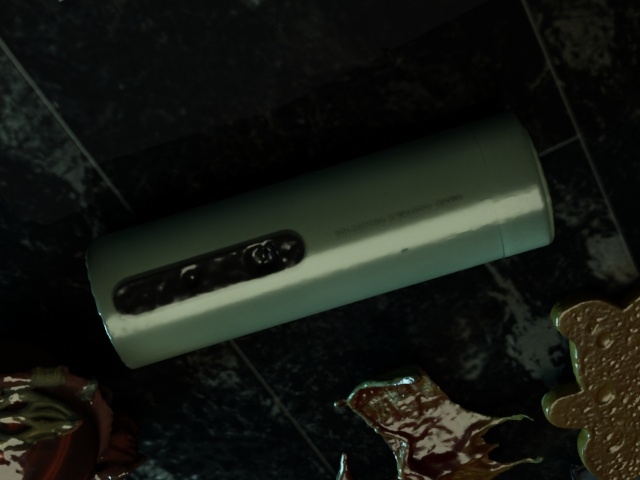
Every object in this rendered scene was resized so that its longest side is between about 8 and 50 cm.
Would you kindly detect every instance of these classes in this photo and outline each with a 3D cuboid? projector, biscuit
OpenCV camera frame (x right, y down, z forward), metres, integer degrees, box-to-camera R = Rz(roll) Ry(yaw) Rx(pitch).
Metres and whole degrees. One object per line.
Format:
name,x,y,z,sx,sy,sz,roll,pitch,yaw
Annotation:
projector,0.000,0.000,0.823,0.337,0.108,0.108,-17,127,3
biscuit,0.266,0.130,0.989,0.138,0.031,0.205,-11,114,-3

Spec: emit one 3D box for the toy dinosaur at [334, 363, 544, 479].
toy dinosaur,0.109,0.222,1.000,0.206,0.113,0.327,2,124,-11

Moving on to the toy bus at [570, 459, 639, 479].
toy bus,0.411,0.224,1.054,0.317,0.112,0.138,-21,131,8

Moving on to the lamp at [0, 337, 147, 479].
lamp,-0.254,0.176,0.884,0.215,0.151,0.223,-24,128,13
